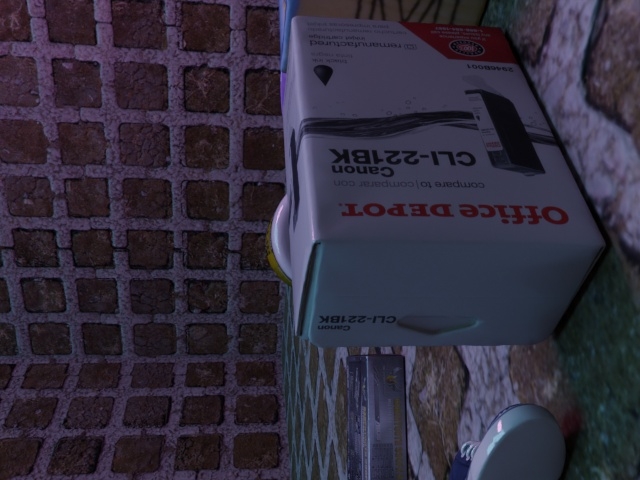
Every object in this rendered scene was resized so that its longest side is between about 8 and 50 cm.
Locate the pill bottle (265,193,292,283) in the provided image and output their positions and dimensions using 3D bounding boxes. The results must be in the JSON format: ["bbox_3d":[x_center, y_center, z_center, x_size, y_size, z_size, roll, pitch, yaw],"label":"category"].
[{"bbox_3d":[0.000,0.000,1.147,0.334,0.187,0.188,151,120,-82],"label":"pill bottle"}]

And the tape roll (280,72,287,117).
[{"bbox_3d":[-0.018,-0.377,1.472,0.275,0.090,0.275,5,-90,-84],"label":"tape roll"}]

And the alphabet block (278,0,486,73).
[{"bbox_3d":[0.060,-0.300,0.690,0.193,0.197,0.193,102,167,-56],"label":"alphabet block"}]

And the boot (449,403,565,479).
[{"bbox_3d":[0.135,0.181,0.530,0.086,0.069,0.190,-106,16,-57],"label":"boot"}]

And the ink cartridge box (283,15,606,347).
[{"bbox_3d":[0.074,-0.058,0.538,0.114,0.196,0.273,99,169,-48],"label":"ink cartridge box"}]

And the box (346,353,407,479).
[{"bbox_3d":[0.081,0.288,1.002,0.183,0.056,0.231,127,143,-77],"label":"box"}]
